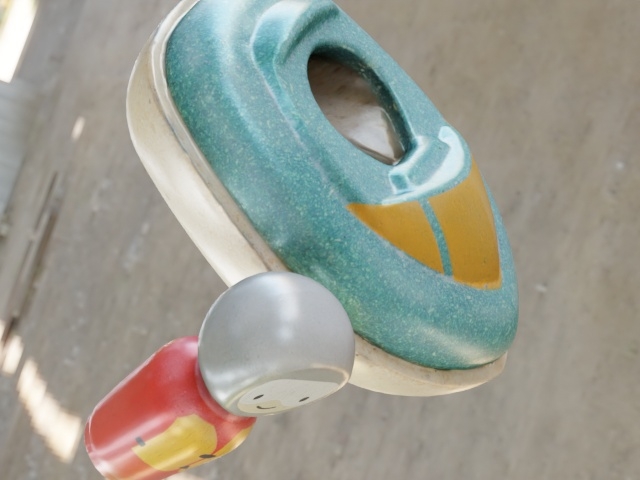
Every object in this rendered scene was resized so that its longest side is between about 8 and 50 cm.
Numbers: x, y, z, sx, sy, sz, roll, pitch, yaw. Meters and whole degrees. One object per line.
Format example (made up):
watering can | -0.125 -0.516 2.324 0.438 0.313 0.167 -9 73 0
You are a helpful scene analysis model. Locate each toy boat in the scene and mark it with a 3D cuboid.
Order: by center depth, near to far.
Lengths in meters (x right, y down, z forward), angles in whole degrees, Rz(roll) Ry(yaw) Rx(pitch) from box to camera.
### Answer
toy boat | 0.000 0.000 0.789 0.148 0.267 0.318 -35 14 37
